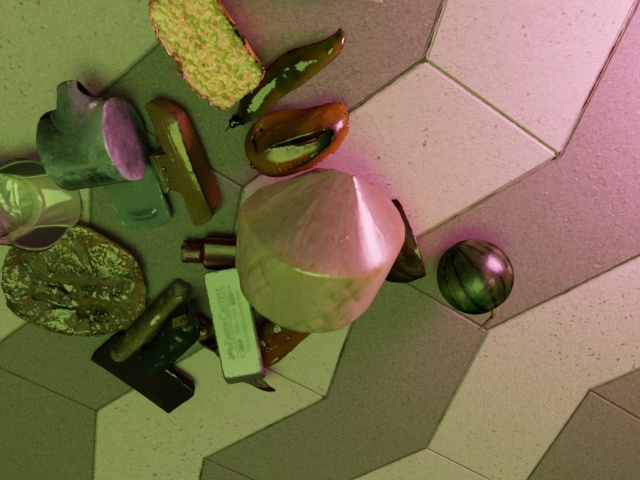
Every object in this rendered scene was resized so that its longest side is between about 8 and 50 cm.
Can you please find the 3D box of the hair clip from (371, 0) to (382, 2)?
[{"bbox_3d":[-0.029,-0.543,1.156,0.330,0.085,0.101,10,124,-5],"label":"hair clip"}]

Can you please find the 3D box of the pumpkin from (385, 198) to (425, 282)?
[{"bbox_3d":[0.185,0.045,1.480,0.130,0.149,0.254,-19,120,5],"label":"pumpkin"}]

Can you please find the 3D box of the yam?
[{"bbox_3d":[-0.482,0.230,1.667,0.317,0.067,0.071,-43,68,18],"label":"yam"}]

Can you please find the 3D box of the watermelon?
[{"bbox_3d":[0.392,0.100,1.470,0.188,0.188,0.215,-34,94,22],"label":"watermelon"}]

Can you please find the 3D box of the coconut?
[{"bbox_3d":[0.000,0.000,1.338,0.344,0.415,0.415,29,122,12],"label":"coconut"}]

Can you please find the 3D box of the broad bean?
[{"bbox_3d":[-0.088,-0.352,1.294,0.339,0.061,0.077,-34,99,21],"label":"broad bean"}]

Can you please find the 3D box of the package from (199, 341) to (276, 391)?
[{"bbox_3d":[-0.250,0.373,1.732,0.239,0.030,0.154,47,154,-23],"label":"package"}]

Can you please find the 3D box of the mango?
[{"bbox_3d":[-0.051,-0.233,1.322,0.248,0.151,0.156,-26,82,13],"label":"mango"}]

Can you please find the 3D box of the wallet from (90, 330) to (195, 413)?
[{"bbox_3d":[-0.536,0.405,1.808,0.309,0.042,0.165,42,114,-17],"label":"wallet"}]

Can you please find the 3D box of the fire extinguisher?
[{"bbox_3d":[-0.410,0.271,1.644,0.095,0.114,0.311,7,148,-35],"label":"fire extinguisher"}]

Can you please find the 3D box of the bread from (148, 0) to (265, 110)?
[{"bbox_3d":[-0.237,-0.413,1.222,0.160,0.147,0.260,-33,121,12],"label":"bread"}]

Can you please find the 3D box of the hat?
[{"bbox_3d":[-0.740,-0.096,1.454,0.275,0.161,0.232,-10,111,-18],"label":"hat"}]

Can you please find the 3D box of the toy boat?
[{"bbox_3d":[-0.335,-0.182,1.403,0.121,0.089,0.321,-3,123,24],"label":"toy boat"}]

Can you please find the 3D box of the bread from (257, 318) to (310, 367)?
[{"bbox_3d":[-0.101,0.243,1.658,0.124,0.084,0.344,26,121,-33],"label":"bread"}]

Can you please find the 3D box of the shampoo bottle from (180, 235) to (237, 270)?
[{"bbox_3d":[-0.231,0.035,1.545,0.260,0.064,0.102,4,129,2],"label":"shampoo bottle"}]

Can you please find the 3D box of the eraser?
[{"bbox_3d":[-0.225,0.234,1.575,0.111,0.077,0.352,-10,105,-6],"label":"eraser"}]

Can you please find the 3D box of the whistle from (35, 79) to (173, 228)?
[{"bbox_3d":[-0.487,-0.186,1.382,0.168,0.188,0.405,-8,155,12],"label":"whistle"}]

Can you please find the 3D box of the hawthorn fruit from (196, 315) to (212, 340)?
[{"bbox_3d":[-0.354,0.262,1.700,0.066,0.067,0.103,32,132,-15],"label":"hawthorn fruit"}]

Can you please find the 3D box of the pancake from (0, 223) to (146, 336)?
[{"bbox_3d":[-0.666,0.115,1.610,0.387,0.082,0.387,-2,123,-3],"label":"pancake"}]
